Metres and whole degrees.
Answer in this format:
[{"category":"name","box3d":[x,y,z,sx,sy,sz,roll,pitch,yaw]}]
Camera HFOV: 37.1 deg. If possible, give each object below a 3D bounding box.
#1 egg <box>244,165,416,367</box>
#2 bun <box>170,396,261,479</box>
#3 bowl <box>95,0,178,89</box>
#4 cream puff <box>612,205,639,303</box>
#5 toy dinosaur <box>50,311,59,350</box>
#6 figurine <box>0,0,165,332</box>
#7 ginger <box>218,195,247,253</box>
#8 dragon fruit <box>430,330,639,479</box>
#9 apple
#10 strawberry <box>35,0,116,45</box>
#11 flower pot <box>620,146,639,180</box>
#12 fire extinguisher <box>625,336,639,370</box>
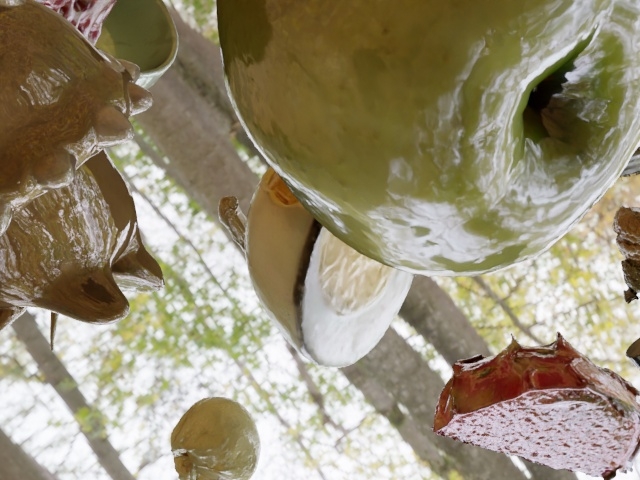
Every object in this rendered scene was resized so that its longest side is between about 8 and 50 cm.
[{"category":"egg","box3d":[0.000,0.000,1.357,0.201,0.337,0.337,18,-130,34]},{"category":"bun","box3d":[-0.184,0.348,1.585,0.111,0.164,0.188,-18,168,-47]},{"category":"bowl","box3d":[-0.383,-0.326,1.454,0.163,0.307,0.307,-41,-166,36]},{"category":"cream puff","box3d":[0.601,0.036,1.704,0.183,0.169,0.183,10,-169,-2]},{"category":"toy dinosaur","box3d":[-0.296,0.025,1.071,0.162,0.039,0.126,-61,-142,39]},{"category":"figurine","box3d":[-0.180,-0.041,0.563,0.177,0.247,0.173,-21,-160,-26]},{"category":"ginger","box3d":[-0.119,-0.016,1.474,0.044,0.137,0.057,-34,-149,0]},{"category":"dragon fruit","box3d":[0.269,0.165,1.064,0.161,0.274,0.126,-48,-149,45]},{"category":"apple","box3d":[0.116,-0.203,0.980,0.473,0.474,0.474,-26,-156,12]},{"category":"strawberry","box3d":[-0.381,-0.300,1.089,0.317,0.295,0.345,-22,-171,-14]},{"category":"flower pot","box3d":[0.345,-0.158,1.354,0.235,0.141,0.235,-4,-167,1]},{"category":"fire extinguisher","box3d":[0.523,0.218,1.413,0.062,0.177,0.050,-44,-168,-2]}]
